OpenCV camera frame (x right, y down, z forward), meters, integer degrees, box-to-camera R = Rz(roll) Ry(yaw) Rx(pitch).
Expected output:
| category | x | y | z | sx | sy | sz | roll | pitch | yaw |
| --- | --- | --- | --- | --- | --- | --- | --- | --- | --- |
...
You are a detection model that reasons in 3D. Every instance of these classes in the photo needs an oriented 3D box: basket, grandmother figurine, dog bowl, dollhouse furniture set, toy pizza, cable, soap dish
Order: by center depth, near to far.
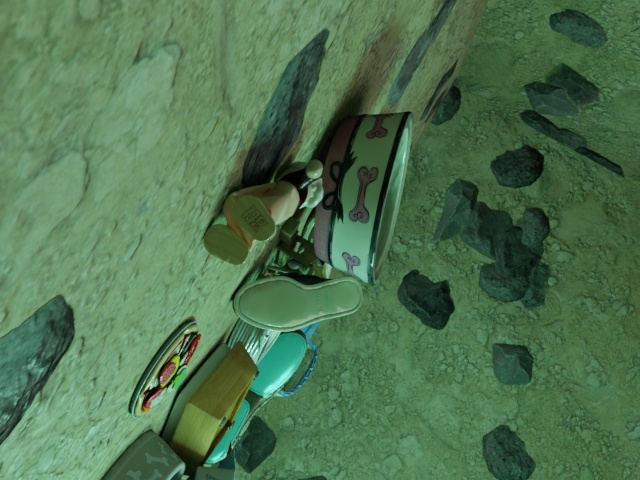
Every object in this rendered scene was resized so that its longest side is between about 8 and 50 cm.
| category | x | y | z | sx | sy | sz | roll | pitch | yaw |
| --- | --- | --- | --- | --- | --- | --- | --- | --- | --- |
| grandmother figurine | -0.071 | -0.070 | 1.217 | 0.208 | 0.104 | 0.342 | -33 | -174 | 21 |
| toy pizza | -0.272 | 0.237 | 1.291 | 0.201 | 0.032 | 0.201 | -58 | 173 | -11 |
| dog bowl | -0.404 | 0.567 | 1.464 | 0.348 | 0.102 | 0.349 | -57 | 173 | -11 |
| dog bowl | 0.099 | -0.108 | 1.651 | 0.408 | 0.150 | 0.407 | 12 | 90 | -80 |
| dollhouse furniture set | -0.077 | 0.066 | 1.690 | 0.161 | 0.101 | 0.182 | -57 | 173 | -23 |
| soap dish | -0.266 | 0.406 | 1.696 | 0.229 | 0.118 | 0.290 | -51 | 169 | -52 |
| cable | -0.159 | 0.232 | 1.872 | 0.257 | 0.089 | 0.257 | -62 | 174 | 27 |
| basket | -0.112 | 0.383 | 2.369 | 0.254 | 0.201 | 0.289 | -54 | -179 | -34 |

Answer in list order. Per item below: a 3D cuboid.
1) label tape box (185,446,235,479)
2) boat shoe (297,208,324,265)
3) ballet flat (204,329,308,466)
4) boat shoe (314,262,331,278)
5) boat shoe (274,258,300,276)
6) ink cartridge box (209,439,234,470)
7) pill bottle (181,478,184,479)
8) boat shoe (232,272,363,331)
| category | x | y | z | sx | sy | sz | roll | pitch | yaw |
| --- | --- | --- | --- | --- | --- | --- | --- | --- | --- |
| label tape box | -0.308 | 0.645 | 1.603 | 0.249 | 0.115 | 0.347 | -50 | -160 | 21 |
| boat shoe | 0.004 | -0.006 | 2.000 | 0.095 | 0.095 | 0.257 | -56 | 173 | -25 |
| ballet flat | -0.230 | 0.445 | 2.133 | 0.482 | 0.164 | 0.182 | -53 | -166 | -9 |
| boat shoe | 0.006 | 0.060 | 2.290 | 0.096 | 0.098 | 0.277 | -56 | 171 | -23 |
| boat shoe | -0.072 | 0.077 | 1.917 | 0.228 | 0.080 | 0.076 | 84 | 19 | -74 |
| ink cartridge box | -0.257 | 0.601 | 1.749 | 0.145 | 0.045 | 0.179 | -114 | -141 | -64 |
| pill bottle | -0.437 | 0.774 | 1.983 | 0.130 | 0.130 | 0.245 | -51 | 169 | -52 |
| boat shoe | -0.067 | 0.136 | 1.653 | 0.340 | 0.127 | 0.113 | -9 | -178 | -35 |
